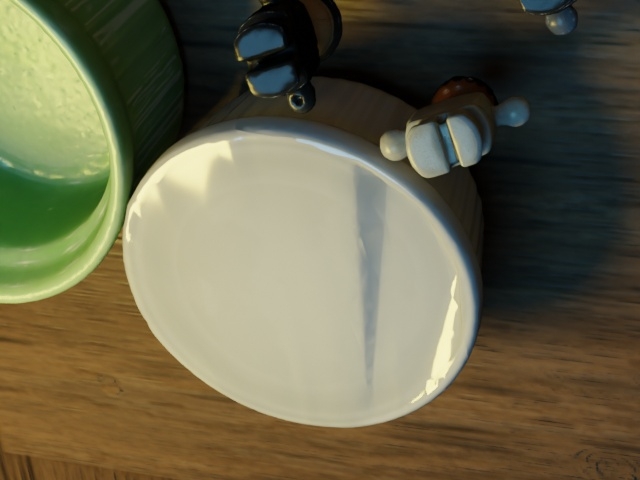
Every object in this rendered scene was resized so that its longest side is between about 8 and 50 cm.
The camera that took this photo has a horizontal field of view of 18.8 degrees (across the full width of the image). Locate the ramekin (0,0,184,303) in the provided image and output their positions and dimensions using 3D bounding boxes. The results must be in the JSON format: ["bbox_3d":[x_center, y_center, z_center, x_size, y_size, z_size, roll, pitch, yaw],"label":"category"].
[{"bbox_3d":[-0.253,-0.117,1.498,0.303,0.148,0.303,13,126,19],"label":"ramekin"}]

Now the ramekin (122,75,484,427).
[{"bbox_3d":[0.000,0.000,1.450,0.273,0.127,0.273,10,127,14],"label":"ramekin"}]

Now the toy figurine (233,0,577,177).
[{"bbox_3d":[0.064,-0.163,1.296,0.209,0.148,0.213,26,109,2],"label":"toy figurine"}]
